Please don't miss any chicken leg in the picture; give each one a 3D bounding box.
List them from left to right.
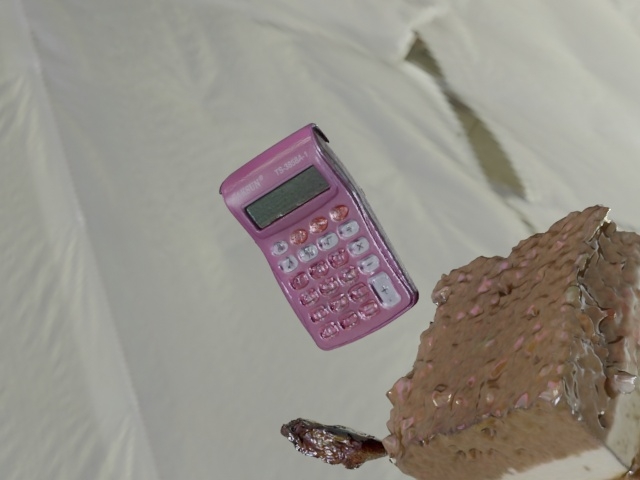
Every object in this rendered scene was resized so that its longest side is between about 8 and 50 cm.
[{"bbox_3d":[0.030,0.208,1.513,0.145,0.037,0.062,12,-167,1],"label":"chicken leg"}]

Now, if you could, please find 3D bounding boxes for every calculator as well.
[{"bbox_3d":[0.000,0.000,1.331,0.190,0.127,0.034,58,-147,-3],"label":"calculator"}]

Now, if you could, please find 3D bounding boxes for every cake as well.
[{"bbox_3d":[0.253,0.164,1.421,0.290,0.282,0.255,38,-129,-18],"label":"cake"}]
